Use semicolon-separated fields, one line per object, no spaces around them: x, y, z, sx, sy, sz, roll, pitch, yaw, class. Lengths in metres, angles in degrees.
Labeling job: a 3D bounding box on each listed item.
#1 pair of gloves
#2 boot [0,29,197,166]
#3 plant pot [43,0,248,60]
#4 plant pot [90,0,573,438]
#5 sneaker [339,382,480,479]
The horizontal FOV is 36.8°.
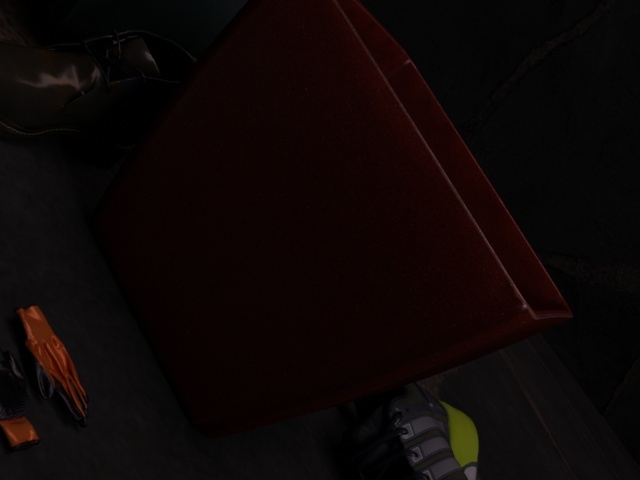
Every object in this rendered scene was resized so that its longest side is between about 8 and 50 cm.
-0.153;0.070;0.496;0.074;0.010;0.083;60;17;8;pair of gloves
-0.171;-0.122;0.665;0.082;0.106;0.219;60;14;16;boot
-0.121;-0.242;0.838;0.196;0.293;0.293;12;39;-31;plant pot
0.000;0.000;0.700;0.267;0.236;0.267;61;14;14;plant pot
0.071;0.205;0.796;0.121;0.111;0.300;42;12;-15;sneaker
